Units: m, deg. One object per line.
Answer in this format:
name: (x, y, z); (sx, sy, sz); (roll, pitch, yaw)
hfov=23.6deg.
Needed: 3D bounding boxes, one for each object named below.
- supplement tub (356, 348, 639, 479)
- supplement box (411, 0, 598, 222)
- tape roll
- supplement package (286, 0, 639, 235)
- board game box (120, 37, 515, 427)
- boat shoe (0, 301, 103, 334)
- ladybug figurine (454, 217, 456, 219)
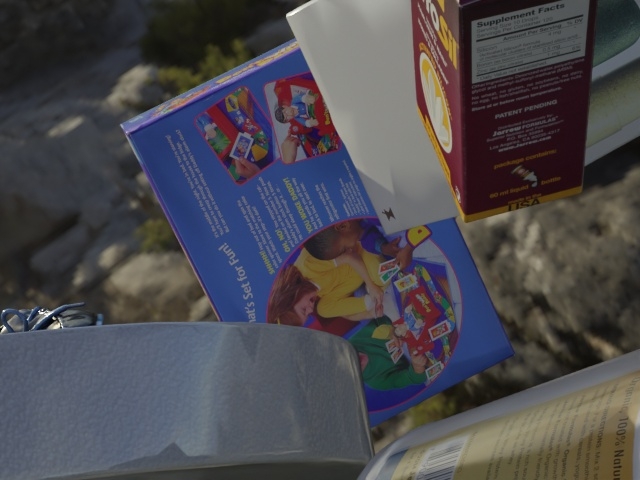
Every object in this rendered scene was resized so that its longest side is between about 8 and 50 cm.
supplement tub: (0.116, 0.109, 0.512); (0.200, 0.144, 0.144); (-27, 32, 43)
supplement box: (0.104, -0.113, 0.898); (0.081, 0.188, 0.104); (-15, 52, -5)
tape roll: (-0.165, 0.122, 0.833); (0.392, 0.392, 0.072); (-14, 76, 21)
supplement package: (0.158, -0.156, 1.204); (0.263, 0.199, 0.198); (-28, 7, -30)
board game box: (0.000, 0.000, 1.401); (0.233, 0.347, 0.078); (-26, 15, -6)
boat shoe: (-0.248, 0.110, 1.361); (0.258, 0.089, 0.109); (154, 125, -70)
ladybug figurine: (0.068, -0.059, 1.954); (0.162, 0.305, 0.449); (14, 53, 21)
